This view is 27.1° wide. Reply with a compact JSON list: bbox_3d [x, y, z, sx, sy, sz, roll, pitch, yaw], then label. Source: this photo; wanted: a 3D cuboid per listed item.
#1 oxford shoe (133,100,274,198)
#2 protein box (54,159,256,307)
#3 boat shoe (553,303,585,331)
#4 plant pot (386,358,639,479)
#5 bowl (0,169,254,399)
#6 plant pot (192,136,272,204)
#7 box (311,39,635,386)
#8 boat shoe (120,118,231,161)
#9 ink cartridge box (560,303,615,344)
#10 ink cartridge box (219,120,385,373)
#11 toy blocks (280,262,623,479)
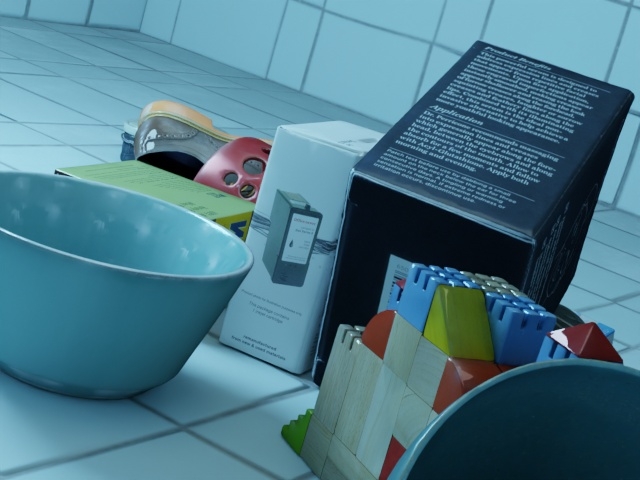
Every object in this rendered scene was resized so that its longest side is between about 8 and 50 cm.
[{"bbox_3d":[-0.151,-0.106,2.270,0.364,0.130,0.132,20,45,-11],"label":"oxford shoe"},{"bbox_3d":[-0.211,-0.002,1.654,0.201,0.136,0.200,20,13,18],"label":"protein box"},{"bbox_3d":[0.195,0.133,1.710,0.320,0.103,0.118,3,35,-27],"label":"boat shoe"},{"bbox_3d":[0.145,0.243,0.890,0.290,0.290,0.195,13,-22,-13],"label":"plant pot"},{"bbox_3d":[-0.237,0.052,1.350,0.312,0.163,0.311,15,14,-4],"label":"bowl"},{"bbox_3d":[-0.069,-0.023,1.808,0.174,0.191,0.191,30,18,23],"label":"plant pot"},{"bbox_3d":[0.181,-0.010,1.546,0.212,0.293,0.395,22,36,17],"label":"box"},{"bbox_3d":[-0.260,-0.172,2.413,0.095,0.079,0.254,27,19,31],"label":"boat shoe"},{"bbox_3d":[0.334,0.137,1.857,0.088,0.052,0.122,-27,41,-38],"label":"ink cartridge box"},{"bbox_3d":[0.000,0.000,1.599,0.115,0.272,0.198,21,14,19],"label":"ink cartridge box"},{"bbox_3d":[0.113,0.144,1.176,0.191,0.260,0.381,9,15,-28],"label":"toy blocks"}]
